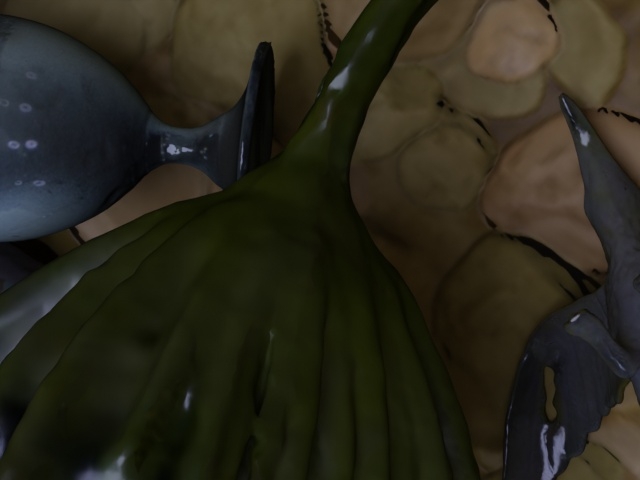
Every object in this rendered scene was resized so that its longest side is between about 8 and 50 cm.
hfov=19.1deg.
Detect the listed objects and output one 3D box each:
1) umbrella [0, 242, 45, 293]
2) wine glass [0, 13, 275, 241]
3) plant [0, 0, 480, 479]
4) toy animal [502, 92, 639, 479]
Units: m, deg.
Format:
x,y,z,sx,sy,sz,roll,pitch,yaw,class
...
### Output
x,y,z,sx,sy,sz,roll,pitch,yaw,class
-0.078,0.081,0.804,0.337,0.067,0.073,35,112,8,umbrella
-0.123,-0.044,0.757,0.202,0.093,0.093,7,104,4,wine glass
-0.028,-0.012,0.651,0.180,0.251,0.333,6,87,28,plant
0.126,0.018,0.709,0.219,0.095,0.155,-27,97,21,toy animal
